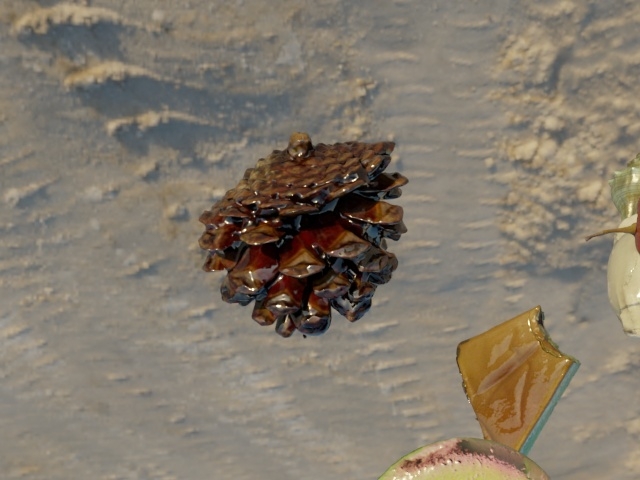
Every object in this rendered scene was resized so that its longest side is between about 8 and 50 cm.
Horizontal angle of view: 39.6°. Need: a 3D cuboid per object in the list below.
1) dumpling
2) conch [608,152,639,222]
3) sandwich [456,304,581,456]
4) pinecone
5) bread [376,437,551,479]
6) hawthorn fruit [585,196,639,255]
[{"bbox_3d":[0.664,0.071,1.640,0.260,0.181,0.341,7,-167,12],"label":"dumpling"},{"bbox_3d":[0.694,-0.089,1.906,0.137,0.234,0.114,-8,174,18],"label":"conch"},{"bbox_3d":[0.355,0.257,1.536,0.212,0.245,0.063,-33,155,36],"label":"sandwich"},{"bbox_3d":[-0.017,-0.001,1.215,0.298,0.242,0.296,-18,140,-21],"label":"pinecone"},{"bbox_3d":[0.140,0.304,0.871,0.228,0.228,0.033,-3,-173,-9],"label":"bread"},{"bbox_3d":[0.458,-0.019,1.135,0.203,0.162,0.162,-1,157,36],"label":"hawthorn fruit"}]
